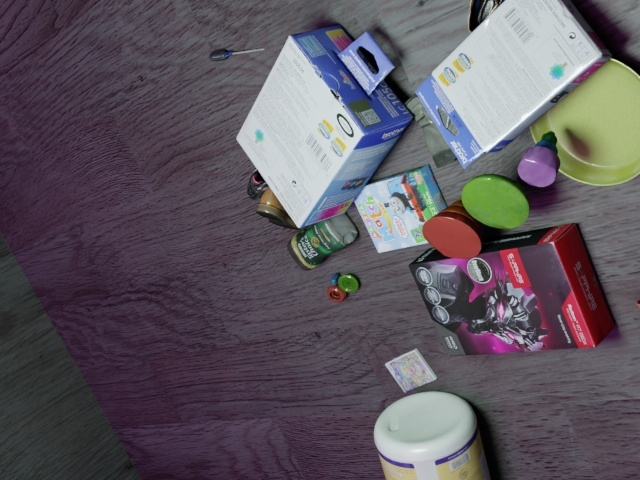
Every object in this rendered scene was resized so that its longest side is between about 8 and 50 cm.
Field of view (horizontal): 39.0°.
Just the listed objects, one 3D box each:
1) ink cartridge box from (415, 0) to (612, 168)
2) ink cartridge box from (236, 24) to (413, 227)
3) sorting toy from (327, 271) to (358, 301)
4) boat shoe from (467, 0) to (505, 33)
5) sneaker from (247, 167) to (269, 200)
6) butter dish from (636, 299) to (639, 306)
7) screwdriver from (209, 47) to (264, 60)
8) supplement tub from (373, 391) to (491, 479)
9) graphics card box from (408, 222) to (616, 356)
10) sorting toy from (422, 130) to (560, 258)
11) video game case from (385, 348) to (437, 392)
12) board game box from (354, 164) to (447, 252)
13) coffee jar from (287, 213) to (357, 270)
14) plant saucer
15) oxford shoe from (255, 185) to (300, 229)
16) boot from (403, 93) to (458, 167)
[{"bbox_3d":[0.321,-0.286,1.556,0.311,0.065,0.186,-42,71,34],"label":"ink cartridge box"},{"bbox_3d":[0.011,-0.248,1.858,0.270,0.151,0.395,55,142,16],"label":"ink cartridge box"},{"bbox_3d":[0.053,0.104,2.176,0.061,0.042,0.102,41,128,-8],"label":"sorting toy"},{"bbox_3d":[0.296,-0.436,1.550,0.066,0.066,0.183,29,133,27],"label":"boat shoe"},{"bbox_3d":[-0.142,-0.150,2.153,0.072,0.077,0.178,48,140,9],"label":"sneaker"},{"bbox_3d":[0.644,0.084,1.536,0.160,0.160,0.118,21,106,33],"label":"butter dish"},{"bbox_3d":[-0.190,-0.430,2.058,0.170,0.024,0.025,-5,84,38],"label":"screwdriver"},{"bbox_3d":[0.273,0.549,2.108,0.241,0.241,0.331,5,119,42],"label":"supplement tub"},{"bbox_3d":[0.376,0.108,1.824,0.371,0.094,0.233,-10,109,47],"label":"graphics card box"},{"bbox_3d":[0.329,-0.096,1.690,0.127,0.126,0.365,35,145,-7],"label":"sorting toy"},{"bbox_3d":[0.217,0.314,2.177,0.087,0.011,0.122,54,140,0],"label":"video game case"},{"bbox_3d":[0.176,-0.064,1.939,0.211,0.039,0.160,-13,107,48],"label":"board game box"},{"bbox_3d":[0.000,0.000,2.119,0.096,0.079,0.184,54,140,1],"label":"coffee jar"},{"bbox_3d":[0.474,-0.211,1.557,0.241,0.037,0.241,24,131,30],"label":"plant saucer"},{"bbox_3d":[-0.083,-0.071,2.057,0.076,0.076,0.212,12,170,15],"label":"oxford shoe"},{"bbox_3d":[0.259,-0.241,1.701,0.246,0.083,0.161,-21,100,55],"label":"boot"}]
